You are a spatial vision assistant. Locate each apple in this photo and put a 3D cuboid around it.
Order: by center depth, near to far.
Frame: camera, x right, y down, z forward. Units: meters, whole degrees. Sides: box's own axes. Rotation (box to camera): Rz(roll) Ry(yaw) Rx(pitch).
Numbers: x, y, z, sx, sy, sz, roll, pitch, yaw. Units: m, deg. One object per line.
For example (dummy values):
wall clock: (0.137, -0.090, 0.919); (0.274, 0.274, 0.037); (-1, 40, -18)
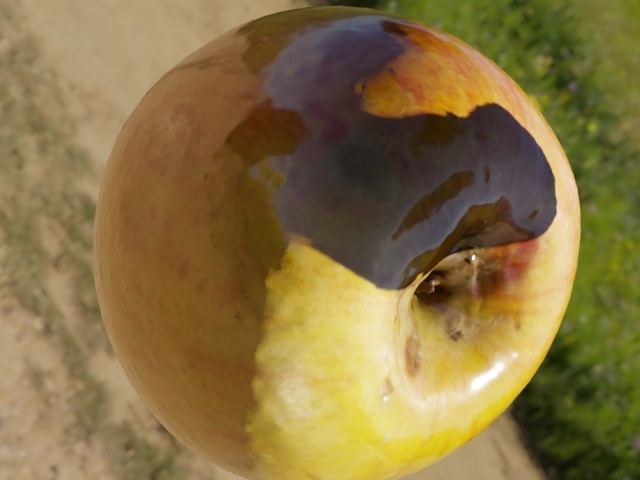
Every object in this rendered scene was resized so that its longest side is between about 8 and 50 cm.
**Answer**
apple: (0.000, 0.000, 1.182); (0.299, 0.299, 0.275); (25, 9, -45)
